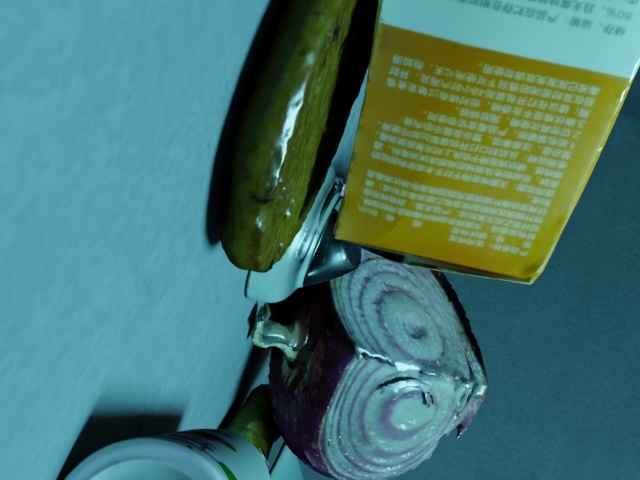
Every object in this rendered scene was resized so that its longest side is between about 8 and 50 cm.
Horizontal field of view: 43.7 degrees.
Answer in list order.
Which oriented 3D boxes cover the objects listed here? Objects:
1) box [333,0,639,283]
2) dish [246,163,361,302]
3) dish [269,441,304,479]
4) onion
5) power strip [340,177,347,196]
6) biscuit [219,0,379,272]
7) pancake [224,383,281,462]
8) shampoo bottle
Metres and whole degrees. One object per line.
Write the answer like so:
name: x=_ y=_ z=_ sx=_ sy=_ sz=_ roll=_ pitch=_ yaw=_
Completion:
box: x=0.116 y=-0.169 z=0.482 sx=0.225 sy=0.144 sz=0.341 roll=-71 pitch=175 yaw=-48
dish: x=0.000 y=0.000 z=0.684 sx=0.141 sy=0.078 sz=0.141 roll=22 pitch=90 yaw=-85
dish: x=-0.065 y=0.370 z=0.924 sx=0.243 sy=0.080 sz=0.181 roll=-48 pitch=162 yaw=-72
onion: x=0.039 y=0.135 z=0.919 sx=0.230 sy=0.272 sz=0.256 roll=-57 pitch=-172 yaw=38
power strip: x=0.064 y=-0.043 z=0.992 sx=0.279 sy=0.109 sz=0.037 roll=-13 pitch=123 yaw=-84
biscuit: x=-0.008 y=-0.081 z=0.469 sx=0.212 sy=0.036 sz=0.212 roll=21 pitch=90 yaw=-84
pancake: x=-0.131 y=0.364 z=0.882 sx=0.426 sy=0.067 sz=0.304 roll=-60 pitch=165 yaw=-58
shampoo bottle: x=-0.079 y=0.163 z=0.497 sx=0.303 sy=0.092 sz=0.092 roll=86 pitch=28 yaw=-78
